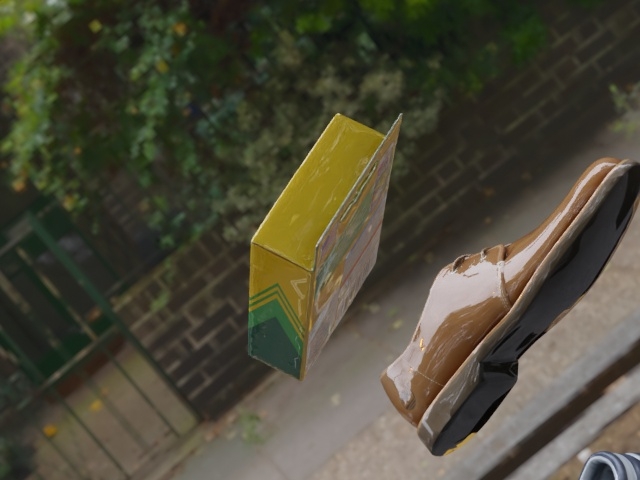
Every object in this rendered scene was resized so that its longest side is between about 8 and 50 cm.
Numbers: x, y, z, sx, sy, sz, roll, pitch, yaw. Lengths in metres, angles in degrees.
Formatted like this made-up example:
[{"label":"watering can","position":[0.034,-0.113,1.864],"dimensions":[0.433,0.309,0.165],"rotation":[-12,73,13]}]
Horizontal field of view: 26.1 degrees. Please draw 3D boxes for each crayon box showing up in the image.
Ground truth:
[{"label":"crayon box","position":[0.000,0.000,1.595],"dimensions":[0.203,0.083,0.323],"rotation":[-57,-13,-29]}]

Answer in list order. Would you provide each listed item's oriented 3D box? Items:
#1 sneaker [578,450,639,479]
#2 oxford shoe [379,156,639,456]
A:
[{"label":"sneaker","position":[0.348,0.357,1.475],"dimensions":[0.099,0.153,0.282],"rotation":[-40,43,47]},{"label":"oxford shoe","position":[0.110,0.026,0.825],"dimensions":[0.212,0.076,0.076],"rotation":[-51,-30,10]}]
